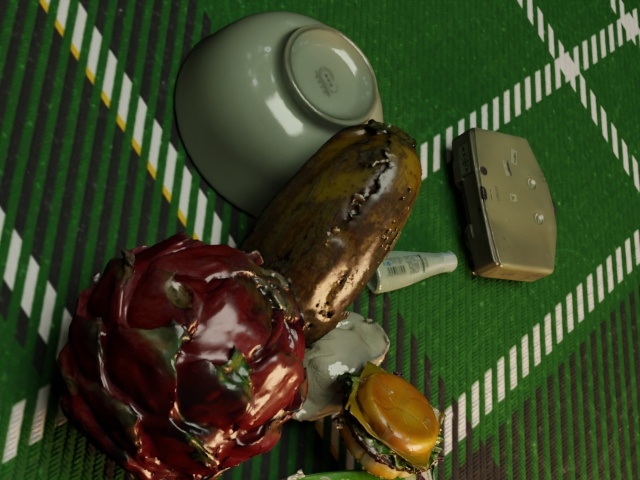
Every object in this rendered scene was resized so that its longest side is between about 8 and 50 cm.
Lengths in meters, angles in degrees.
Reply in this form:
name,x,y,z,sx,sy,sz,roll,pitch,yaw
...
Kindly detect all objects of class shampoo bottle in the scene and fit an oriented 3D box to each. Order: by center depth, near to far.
name,x,y,z,sx,sy,sz,roll,pitch,yaw
shampoo bottle,0.151,0.044,1.881,0.190,0.041,0.069,-8,69,-39

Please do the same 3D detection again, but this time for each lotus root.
name,x,y,z,sx,sy,sz,roll,pitch,yaw
lotus root,0.000,0.000,1.621,0.179,0.196,0.397,35,93,-17

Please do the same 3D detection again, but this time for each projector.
name,x,y,z,sx,sy,sz,roll,pitch,yaw
projector,0.334,-0.060,2.038,0.193,0.088,0.269,7,66,-36

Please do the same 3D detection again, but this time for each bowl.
name,x,y,z,sx,sy,sz,roll,pitch,yaw
bowl,-0.032,-0.219,1.769,0.354,0.185,0.354,17,60,-31

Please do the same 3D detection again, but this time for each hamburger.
name,x,y,z,sx,sy,sz,roll,pitch,yaw
hamburger,0.089,0.258,1.580,0.189,0.093,0.164,47,30,7

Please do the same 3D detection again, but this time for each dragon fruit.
name,x,y,z,sx,sy,sz,roll,pitch,yaw
dragon fruit,-0.172,0.151,1.410,0.329,0.329,0.329,16,60,-31

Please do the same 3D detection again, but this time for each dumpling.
name,x,y,z,sx,sy,sz,roll,pitch,yaw
dumpling,0.002,0.178,1.672,0.181,0.111,0.155,-15,50,-46

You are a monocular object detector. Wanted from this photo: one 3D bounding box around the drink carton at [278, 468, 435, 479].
name,x,y,z,sx,sy,sz,roll,pitch,yaw
drink carton,0.048,0.402,1.589,0.271,0.108,0.161,2,67,-38
